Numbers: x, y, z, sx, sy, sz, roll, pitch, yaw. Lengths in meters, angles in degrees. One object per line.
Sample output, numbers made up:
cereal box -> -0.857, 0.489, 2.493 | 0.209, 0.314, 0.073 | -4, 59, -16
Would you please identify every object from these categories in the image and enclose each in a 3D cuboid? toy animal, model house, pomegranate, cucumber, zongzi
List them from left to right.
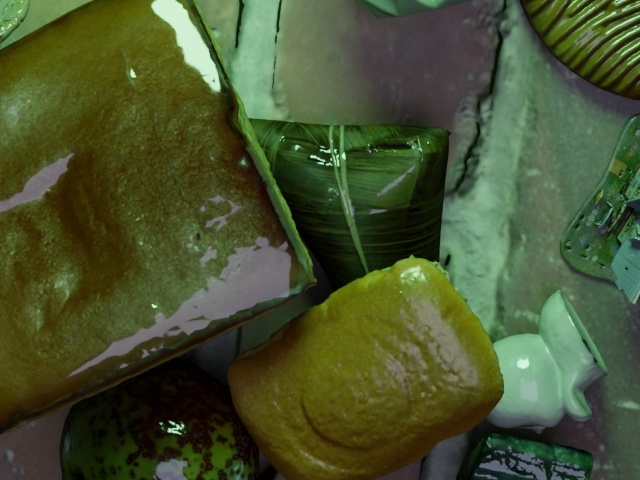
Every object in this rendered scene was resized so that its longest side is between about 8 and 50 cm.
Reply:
pomegranate -> -0.125, 0.199, 1.714 | 0.248, 0.214, 0.214 | -25, 108, -32
zongzi -> 0.000, 0.000, 1.717 | 0.241, 0.111, 0.248 | 6, 112, 13
toy animal -> 0.174, 0.156, 1.756 | 0.220, 0.104, 0.131 | -30, 106, 4
cucumber -> 0.196, 0.242, 1.771 | 0.115, 0.116, 0.062 | 15, 60, -5
model house -> 0.320, -0.020, 1.728 | 0.117, 0.088, 0.167 | 28, 101, -11

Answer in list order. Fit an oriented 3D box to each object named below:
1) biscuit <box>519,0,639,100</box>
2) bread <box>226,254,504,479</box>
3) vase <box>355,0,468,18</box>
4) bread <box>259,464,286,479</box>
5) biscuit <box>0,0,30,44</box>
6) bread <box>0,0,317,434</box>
biscuit -> 0.335, -0.285, 1.685 | 0.318, 0.040, 0.318 | -1, 104, -4
bread -> 0.045, 0.121, 1.629 | 0.245, 0.121, 0.174 | -29, 105, 21
vase -> 0.066, -0.386, 1.587 | 0.165, 0.165, 0.360 | -13, 100, -1
bread -> -0.046, 0.257, 1.790 | 0.043, 0.062, 0.109 | 43, 95, -12
biscuit -> -0.326, -0.199, 1.610 | 0.152, 0.152, 0.020 | -25, 133, 3
bread -> -0.207, -0.033, 1.608 | 0.333, 0.143, 0.324 | -26, 84, 5
